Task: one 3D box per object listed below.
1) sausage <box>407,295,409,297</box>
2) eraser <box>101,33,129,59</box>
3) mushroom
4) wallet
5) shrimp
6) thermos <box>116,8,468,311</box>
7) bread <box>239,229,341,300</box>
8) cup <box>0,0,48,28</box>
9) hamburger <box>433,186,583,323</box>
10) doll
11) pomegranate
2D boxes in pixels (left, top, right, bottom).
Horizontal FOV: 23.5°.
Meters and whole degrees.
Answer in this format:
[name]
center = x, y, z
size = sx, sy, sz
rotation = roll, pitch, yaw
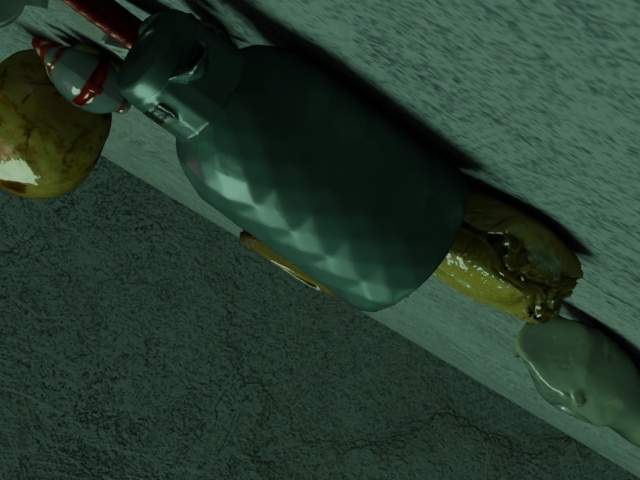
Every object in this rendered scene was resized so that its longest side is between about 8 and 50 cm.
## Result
[sausage]
center = 0.048, 0.027, 2.380
size = 0.269, 0.033, 0.033
rotation = 35, 174, -34
[eraser]
center = -0.180, -0.195, 1.571
size = 0.052, 0.029, 0.122
rotation = 35, 174, -30
[mushroom]
center = 0.332, 0.170, 1.731
size = 0.351, 0.097, 0.109
rotation = 31, 180, -44
[wallet]
center = -0.161, -0.181, 1.395
size = 0.196, 0.020, 0.103
rotation = 38, -166, 10
[shrimp]
center = -0.102, -0.159, 1.293
size = 0.065, 0.056, 0.165
rotation = 7, 177, 27
[thermos]
center = -0.035, -0.073, 1.220
size = 0.286, 0.145, 0.182
rotation = 35, 166, -24
[bread]
center = 0.000, 0.000, 2.006
size = 0.199, 0.104, 0.199
rotation = 29, 171, 5
[cup]
center = -0.362, -0.276, 1.733
size = 0.104, 0.074, 0.116
rotation = 3, -171, -18
[hamburger]
center = 0.148, 0.012, 1.311
size = 0.147, 0.083, 0.138
rotation = 26, 169, 39
[doll]
center = -0.301, -0.208, 1.945
size = 0.142, 0.076, 0.245
rotation = 32, 179, -19
[pomegranate]
center = -0.405, -0.167, 2.178
size = 0.215, 0.215, 0.215
rotation = 31, 175, 3
